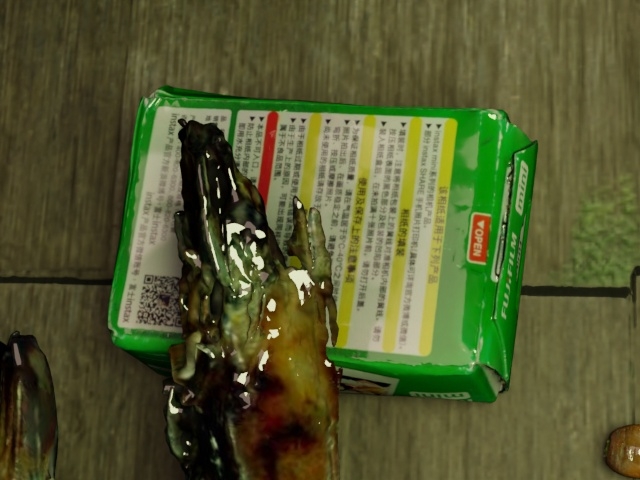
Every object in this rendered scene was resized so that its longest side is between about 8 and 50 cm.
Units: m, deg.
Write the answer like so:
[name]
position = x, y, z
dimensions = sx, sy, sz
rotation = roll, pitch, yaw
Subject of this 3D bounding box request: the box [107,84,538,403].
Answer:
[box]
position = 0.000, 0.000, 0.827
dimensions = 0.250, 0.103, 0.180
rotation = 5, 75, 16

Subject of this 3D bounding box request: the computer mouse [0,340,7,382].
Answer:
[computer mouse]
position = -0.284, 0.127, 0.827
dimensions = 0.241, 0.077, 0.147
rotation = -24, 82, -18

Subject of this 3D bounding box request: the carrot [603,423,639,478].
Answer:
[carrot]
position = 0.210, 0.126, 0.779
dimensions = 0.093, 0.032, 0.032
rotation = 8, 76, 12

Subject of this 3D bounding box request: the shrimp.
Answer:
[shrimp]
position = -0.100, 0.111, 0.762
dimensions = 0.233, 0.071, 0.365
rotation = 4, 107, 18
